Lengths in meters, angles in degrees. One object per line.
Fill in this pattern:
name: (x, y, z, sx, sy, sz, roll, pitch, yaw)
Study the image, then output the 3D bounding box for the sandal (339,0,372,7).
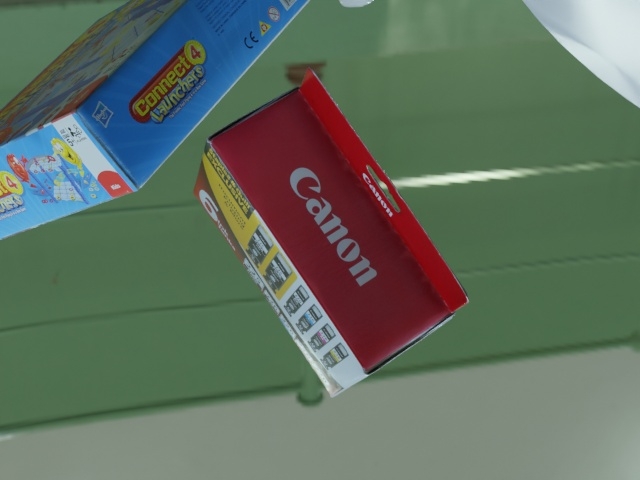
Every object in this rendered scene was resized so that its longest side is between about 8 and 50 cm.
sandal: (0.030, -0.423, 1.518, 0.102, 0.169, 0.416, -7, -157, 12)

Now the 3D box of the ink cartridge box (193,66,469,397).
ink cartridge box: (0.000, 0.000, 1.273, 0.130, 0.272, 0.309, -33, -97, -17)

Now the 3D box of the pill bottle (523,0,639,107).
pill bottle: (0.268, -0.245, 0.506, 0.408, 0.229, 0.229, -46, -136, -4)

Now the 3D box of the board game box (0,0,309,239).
board game box: (-0.197, -0.146, 1.098, 0.302, 0.086, 0.308, -14, -148, 46)
